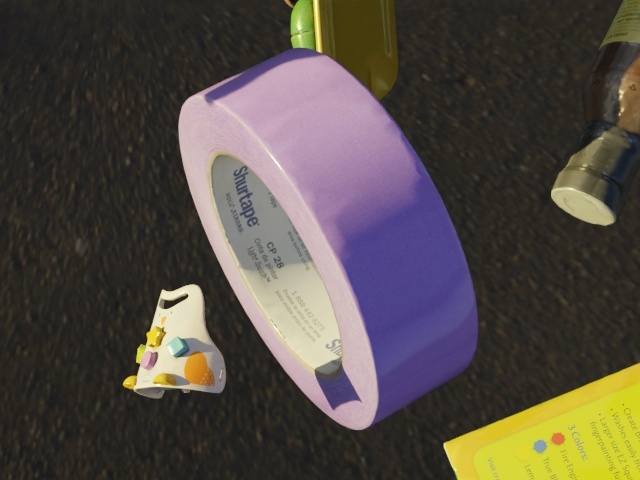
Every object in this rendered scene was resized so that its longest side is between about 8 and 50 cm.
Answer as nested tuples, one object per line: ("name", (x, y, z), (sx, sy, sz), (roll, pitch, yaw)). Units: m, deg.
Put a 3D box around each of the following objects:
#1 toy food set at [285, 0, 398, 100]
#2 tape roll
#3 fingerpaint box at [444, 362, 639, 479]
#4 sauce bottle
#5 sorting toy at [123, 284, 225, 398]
("toy food set", (0.010, -0.213, 1.252), (0.071, 0.128, 0.218), (-1, 94, 36))
("tape roll", (0.000, 0.000, 0.992), (0.090, 0.275, 0.275), (-29, 106, -18))
("fingerpaint box", (0.387, 0.365, 1.419), (0.371, 0.445, 0.163), (-24, 149, 4))
("sauce bottle", (0.329, -0.178, 1.333), (0.111, 0.111, 0.344), (34, 75, -15))
("sorting toy", (-0.104, 0.070, 0.940), (0.045, 0.083, 0.075), (17, 71, -35))
